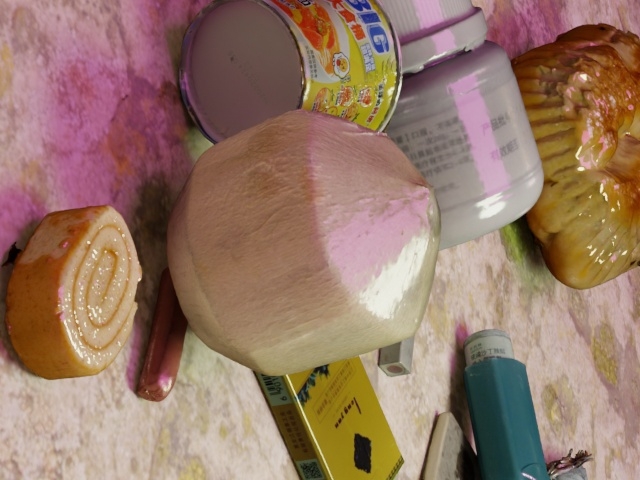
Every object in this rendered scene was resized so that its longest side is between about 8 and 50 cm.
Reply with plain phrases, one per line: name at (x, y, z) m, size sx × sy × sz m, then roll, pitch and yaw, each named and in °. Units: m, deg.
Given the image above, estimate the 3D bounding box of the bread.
bread at (-0.209, 0.047, 1.509) m, size 0.122 × 0.073 × 0.149 m, roll 65°, pitch 32°, yaw -33°

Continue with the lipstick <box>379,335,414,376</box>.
lipstick at (0.093, 0.095, 2.093) m, size 0.030 × 0.030 × 0.129 m, roll 46°, pitch 41°, yaw -45°

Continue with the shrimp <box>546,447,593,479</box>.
shrimp at (0.322, 0.323, 2.391) m, size 0.233 × 0.079 × 0.090 m, roll -27°, pitch 138°, yaw -64°

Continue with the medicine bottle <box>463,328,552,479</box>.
medicine bottle at (0.231, 0.238, 2.206) m, size 0.124 × 0.079 × 0.258 m, roll 41°, pitch 33°, yaw -49°

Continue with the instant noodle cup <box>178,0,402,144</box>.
instant noodle cup at (-0.041, -0.172, 1.801) m, size 0.153 × 0.205 × 0.205 m, roll -13°, pitch 90°, yaw -53°

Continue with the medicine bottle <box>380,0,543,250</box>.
medicine bottle at (0.094, -0.154, 1.968) m, size 0.245 × 0.245 × 0.306 m, roll -38°, pitch 113°, yaw -60°

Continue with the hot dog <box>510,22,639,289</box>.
hot dog at (0.382, -0.112, 2.562) m, size 0.365 × 0.196 × 0.367 m, roll -30°, pitch 100°, yaw -64°

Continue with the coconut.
coconut at (0.000, 0.000, 1.663) m, size 0.245 × 0.247 × 0.245 m, roll 49°, pitch 32°, yaw -47°

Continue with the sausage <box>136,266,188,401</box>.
sausage at (-0.142, 0.083, 1.657) m, size 0.030 × 0.035 × 0.147 m, roll 26°, pitch 52°, yaw -24°

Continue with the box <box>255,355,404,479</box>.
box at (0.002, 0.161, 1.884) m, size 0.279 × 0.041 × 0.153 m, roll 68°, pitch 29°, yaw -18°

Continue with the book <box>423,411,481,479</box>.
book at (0.210, 0.429, 2.171) m, size 0.389 × 0.032 × 0.269 m, roll 57°, pitch 31°, yaw -33°
